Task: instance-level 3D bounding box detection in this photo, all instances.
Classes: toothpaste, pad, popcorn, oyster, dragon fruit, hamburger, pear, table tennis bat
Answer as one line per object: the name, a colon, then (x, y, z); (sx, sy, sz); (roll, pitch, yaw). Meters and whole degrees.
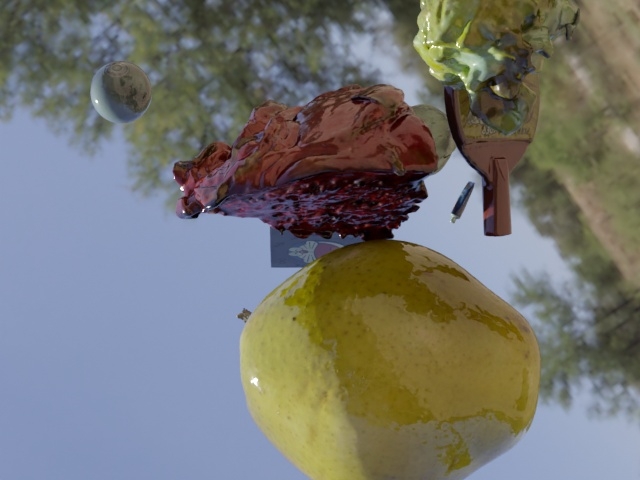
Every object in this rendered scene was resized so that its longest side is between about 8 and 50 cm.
toothpaste: (0.252, -0.068, 2.141); (0.019, 0.083, 0.027); (30, 173, -19)
pad: (0.000, 0.000, 1.920); (0.245, 0.170, 0.006); (95, 175, -68)
popcorn: (0.208, -0.235, 1.410); (0.198, 0.197, 0.213); (18, -117, -69)
oyster: (-0.122, 0.143, 2.449); (0.080, 0.038, 0.083); (25, -137, 1)
dragon fruit: (-0.028, -0.141, 1.600); (0.286, 0.329, 0.228); (122, 148, -71)
hamburger: (0.175, -0.179, 2.128); (0.133, 0.140, 0.062); (25, 167, 16)
pear: (0.094, 0.182, 1.649); (0.362, 0.418, 0.363); (-1, -90, -76)
table tennis bat: (0.237, -0.161, 1.649); (0.200, 0.038, 0.310); (-7, -85, -45)

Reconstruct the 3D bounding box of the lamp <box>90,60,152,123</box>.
lamp: (-0.332, -0.247, 1.995); (0.105, 0.105, 0.105); (50, -166, -17)
